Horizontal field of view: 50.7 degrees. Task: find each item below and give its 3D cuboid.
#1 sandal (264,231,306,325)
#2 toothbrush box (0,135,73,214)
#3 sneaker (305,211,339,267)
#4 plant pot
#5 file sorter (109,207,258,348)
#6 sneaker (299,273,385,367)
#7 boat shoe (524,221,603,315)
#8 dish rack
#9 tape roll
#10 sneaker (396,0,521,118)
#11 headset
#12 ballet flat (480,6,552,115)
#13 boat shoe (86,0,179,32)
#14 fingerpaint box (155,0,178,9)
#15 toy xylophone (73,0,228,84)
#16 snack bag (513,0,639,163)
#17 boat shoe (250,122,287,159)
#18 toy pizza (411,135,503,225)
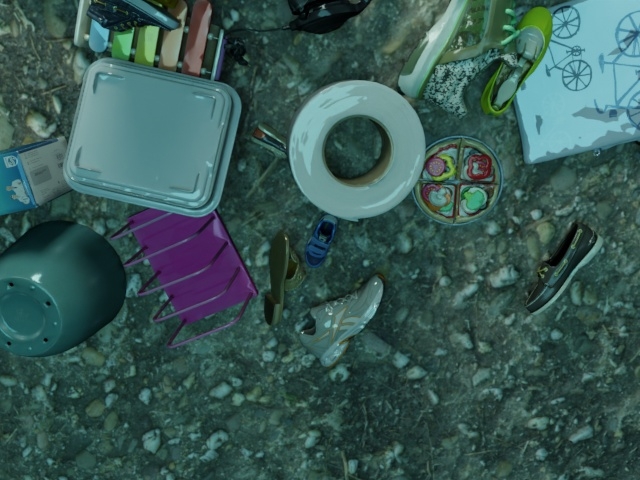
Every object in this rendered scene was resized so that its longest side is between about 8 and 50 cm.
[{"bbox_3d":[-0.073,0.086,1.560,0.079,0.088,0.240,-3,118,-27],"label":"sandal"},{"bbox_3d":[-0.714,-0.124,1.464,0.295,0.216,0.126,-12,105,10],"label":"toothbrush box"},{"bbox_3d":[0.000,0.000,1.522,0.053,0.059,0.144,18,109,-3],"label":"sneaker"},{"bbox_3d":[-0.619,0.127,1.523,0.292,0.235,0.293,1,108,4],"label":"plant pot"},{"bbox_3d":[-0.304,0.062,1.503,0.202,0.182,0.291,-22,104,12],"label":"file sorter"},{"bbox_3d":[0.045,0.169,1.554,0.121,0.099,0.262,36,106,-2],"label":"sneaker"},{"bbox_3d":[0.520,0.063,1.489,0.068,0.081,0.228,37,100,-4],"label":"boat shoe"},{"bbox_3d":[-0.344,-0.212,1.351,0.332,0.072,0.286,13,87,1],"label":"dish rack"},{"bbox_3d":[0.070,-0.190,1.409,0.286,0.100,0.286,-2,105,-7],"label":"tape roll"},{"bbox_3d":[0.330,-0.412,1.304,0.182,0.158,0.410,39,115,8],"label":"sneaker"},{"bbox_3d":[-0.040,-0.499,1.305,0.243,0.185,0.394,44,94,-8],"label":"headset"},{"bbox_3d":[0.395,-0.350,1.341,0.077,0.077,0.231,27,109,0],"label":"ballet flat"},{"bbox_3d":[-0.370,-0.439,1.332,0.183,0.065,0.083,29,107,4],"label":"boat shoe"},{"bbox_3d":[-0.256,-0.665,1.127,0.163,0.371,0.445,26,93,-2],"label":"fingerpaint box"},{"bbox_3d":[-0.351,-0.395,1.417,0.322,0.081,0.236,8,108,3],"label":"toy xylophone"},{"bbox_3d":[0.553,-0.335,1.383,0.342,0.037,0.323,-14,105,12],"label":"snack bag"},{"bbox_3d":[-0.087,-0.202,1.472,0.137,0.049,0.043,33,114,-7],"label":"boat shoe"},{"bbox_3d":[0.298,-0.127,1.471,0.201,0.032,0.201,1,107,4],"label":"toy pizza"}]
